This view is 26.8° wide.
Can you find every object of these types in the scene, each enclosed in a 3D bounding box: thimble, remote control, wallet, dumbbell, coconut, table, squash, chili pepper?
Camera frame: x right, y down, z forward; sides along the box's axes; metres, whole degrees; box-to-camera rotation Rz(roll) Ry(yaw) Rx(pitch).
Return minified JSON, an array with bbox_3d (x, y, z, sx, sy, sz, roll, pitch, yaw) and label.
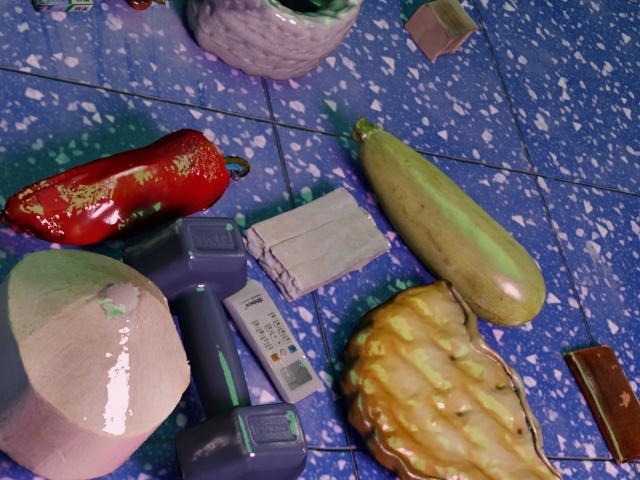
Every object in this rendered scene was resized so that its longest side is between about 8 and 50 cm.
[{"bbox_3d":[-0.061,-0.338,1.914,0.250,0.172,0.205,-8,68,-38],"label":"thimble"},{"bbox_3d":[-0.063,0.125,1.654,0.061,0.029,0.162,-24,79,-44],"label":"remote control"},{"bbox_3d":[0.423,0.237,1.950,0.095,0.026,0.176,-9,63,-35],"label":"wallet"},{"bbox_3d":[-0.122,0.134,1.518,0.143,0.156,0.316,32,35,-60],"label":"dumbbell"},{"bbox_3d":[-0.244,0.123,1.369,0.241,0.241,0.241,21,48,-25],"label":"coconut"},{"bbox_3d":[0.198,-0.347,2.196,0.083,0.062,0.079,-25,75,-46],"label":"table"},{"bbox_3d":[0.167,-0.023,1.889,0.370,0.118,0.118,45,42,5],"label":"squash"},{"bbox_3d":[-0.219,-0.064,1.619,0.387,0.110,0.110,-21,73,-41],"label":"chili pepper"}]

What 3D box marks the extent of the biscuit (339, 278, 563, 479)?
[{"bbox_3d":[0.171,0.196,1.751,0.329,0.078,0.335,23,47,-19],"label":"biscuit"}]

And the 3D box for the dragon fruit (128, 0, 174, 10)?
[{"bbox_3d":[-0.271,-0.393,1.839,0.175,0.138,0.142,14,24,-3],"label":"dragon fruit"}]

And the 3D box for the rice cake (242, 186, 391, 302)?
[{"bbox_3d":[0.000,0.000,1.791,0.124,0.038,0.211,51,42,7],"label":"rice cake"}]

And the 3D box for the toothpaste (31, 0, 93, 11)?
[{"bbox_3d":[-0.342,-0.316,1.782,0.083,0.017,0.020,-11,65,-42],"label":"toothpaste"}]
